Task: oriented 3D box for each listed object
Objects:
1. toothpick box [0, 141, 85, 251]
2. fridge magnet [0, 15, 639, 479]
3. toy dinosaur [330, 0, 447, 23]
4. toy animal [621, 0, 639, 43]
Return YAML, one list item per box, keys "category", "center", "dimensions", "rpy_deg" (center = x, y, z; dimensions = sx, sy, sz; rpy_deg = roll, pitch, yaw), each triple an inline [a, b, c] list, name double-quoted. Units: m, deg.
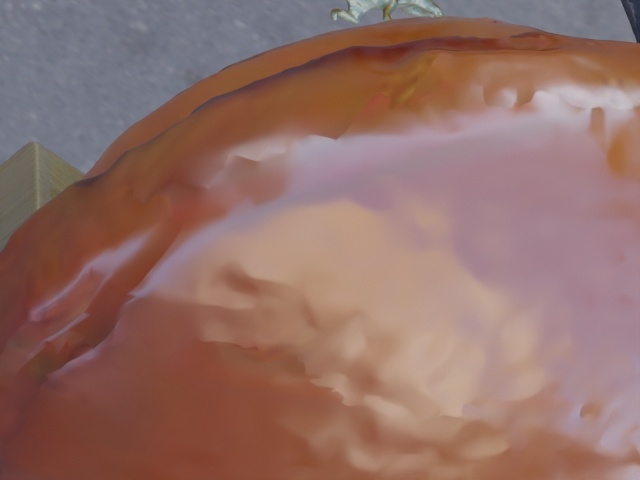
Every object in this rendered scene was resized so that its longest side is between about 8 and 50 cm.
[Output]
- category: "toothpick box"
  center: [-0.188, 0.071, 1.612]
  dimensions: [0.187, 0.190, 0.308]
  rpy_deg: [-36, 129, 24]
- category: "fridge magnet"
  center: [0.034, 0.055, 0.685]
  dimensions: [0.364, 0.155, 0.363]
  rpy_deg: [-8, 140, -7]
- category: "toy dinosaur"
  center: [0.076, -0.260, 1.801]
  dimensions: [0.057, 0.142, 0.212]
  rpy_deg: [-48, 180, 41]
- category: "toy animal"
  center: [0.242, -0.203, 1.132]
  dimensions: [0.121, 0.117, 0.210]
  rpy_deg: [55, 32, -3]
